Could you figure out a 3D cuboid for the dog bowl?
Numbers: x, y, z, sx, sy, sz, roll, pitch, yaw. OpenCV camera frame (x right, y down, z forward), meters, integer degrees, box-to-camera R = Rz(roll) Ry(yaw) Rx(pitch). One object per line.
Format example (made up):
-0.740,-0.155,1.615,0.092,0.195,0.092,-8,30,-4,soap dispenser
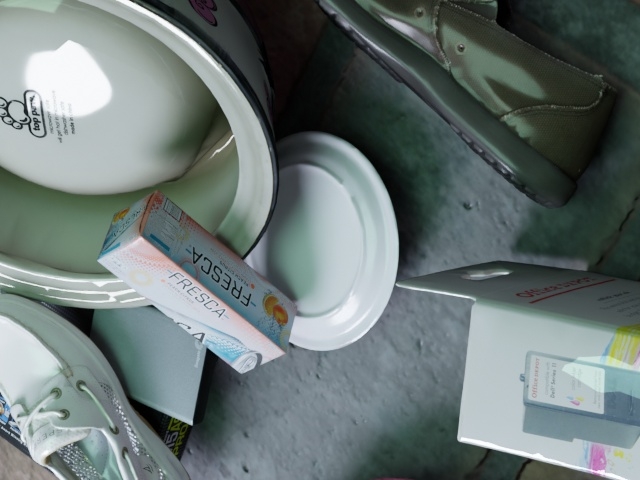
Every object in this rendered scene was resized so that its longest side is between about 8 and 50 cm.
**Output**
-0.225,-0.128,1.534,0.407,0.150,0.408,7,137,6,dog bowl

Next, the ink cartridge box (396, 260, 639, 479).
0.247,0.106,1.339,0.353,0.207,0.119,12,101,32,ink cartridge box

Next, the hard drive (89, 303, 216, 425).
-0.159,0.107,1.634,0.135,0.022,0.094,20,106,29,hard drive

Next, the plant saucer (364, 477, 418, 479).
0.092,0.371,1.547,0.332,0.084,0.332,5,100,32,plant saucer

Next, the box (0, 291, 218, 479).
-0.243,0.124,1.738,0.270,0.060,0.216,31,112,25,box

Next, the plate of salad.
0.000,0.000,1.577,0.199,0.048,0.200,5,97,42,plate of salad

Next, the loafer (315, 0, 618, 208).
0.103,-0.186,1.456,0.366,0.134,0.130,44,94,9,loafer

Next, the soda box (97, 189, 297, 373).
-0.106,0.038,1.527,0.063,0.058,0.183,-27,124,38,soda box

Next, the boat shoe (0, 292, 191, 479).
-0.233,0.169,1.614,0.277,0.096,0.098,47,120,-2,boat shoe
